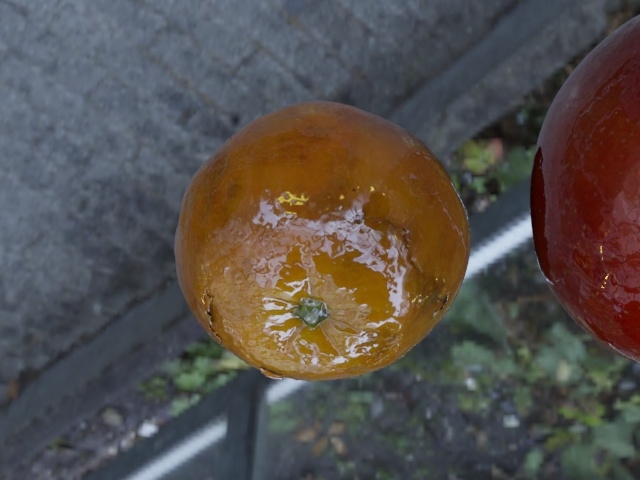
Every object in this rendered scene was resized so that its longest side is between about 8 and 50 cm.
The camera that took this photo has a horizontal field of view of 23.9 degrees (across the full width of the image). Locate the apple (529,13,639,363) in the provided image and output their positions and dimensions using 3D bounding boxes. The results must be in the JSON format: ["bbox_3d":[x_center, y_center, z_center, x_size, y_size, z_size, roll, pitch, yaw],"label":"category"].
[{"bbox_3d":[0.272,-0.037,1.019,0.260,0.216,0.260,0,93,-9],"label":"apple"}]

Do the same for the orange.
[{"bbox_3d":[0.000,0.000,1.451,0.284,0.226,0.284,-1,132,-1],"label":"orange"}]
